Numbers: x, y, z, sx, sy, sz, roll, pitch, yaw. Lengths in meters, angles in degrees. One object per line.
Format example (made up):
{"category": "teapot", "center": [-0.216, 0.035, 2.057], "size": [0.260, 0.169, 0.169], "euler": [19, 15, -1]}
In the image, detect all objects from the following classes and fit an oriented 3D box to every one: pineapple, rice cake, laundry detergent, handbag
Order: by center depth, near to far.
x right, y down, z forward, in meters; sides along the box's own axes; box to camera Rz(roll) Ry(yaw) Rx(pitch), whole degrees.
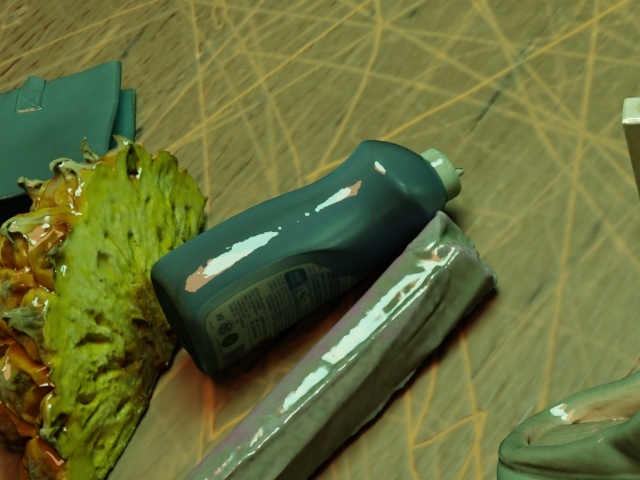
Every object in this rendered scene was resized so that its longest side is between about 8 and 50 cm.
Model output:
{"category": "rice cake", "center": [0.005, 0.085, 1.115], "size": [0.270, 0.055, 0.049], "euler": [-46, 45, -18]}
{"category": "laundry detergent", "center": [0.001, 0.001, 1.168], "size": [0.206, 0.097, 0.061], "euler": [-30, 52, -12]}
{"category": "pineapple", "center": [-0.183, 0.027, 1.185], "size": [0.164, 0.140, 0.250], "euler": [8, 57, 29]}
{"category": "handbag", "center": [-0.239, -0.051, 1.336], "size": [0.221, 0.057, 0.144], "euler": [-14, 41, 9]}

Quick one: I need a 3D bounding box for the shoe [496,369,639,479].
{"category": "shoe", "center": [0.206, 0.085, 0.992], "size": [0.251, 0.100, 0.103], "euler": [-9, 22, 20]}

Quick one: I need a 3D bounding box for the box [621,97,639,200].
{"category": "box", "center": [0.264, -0.049, 1.112], "size": [0.167, 0.090, 0.024], "euler": [-1, 50, 19]}
